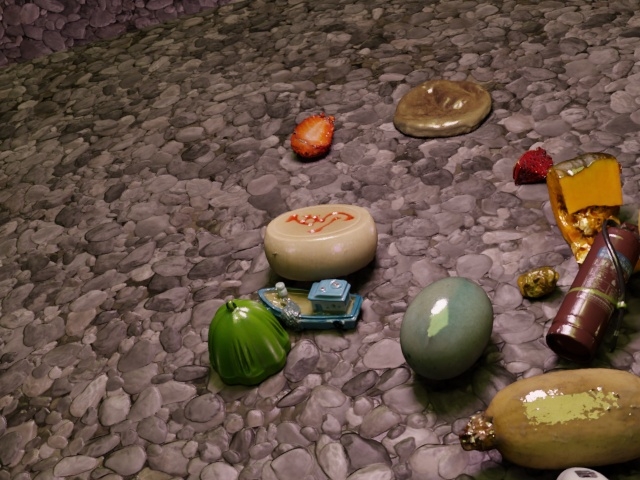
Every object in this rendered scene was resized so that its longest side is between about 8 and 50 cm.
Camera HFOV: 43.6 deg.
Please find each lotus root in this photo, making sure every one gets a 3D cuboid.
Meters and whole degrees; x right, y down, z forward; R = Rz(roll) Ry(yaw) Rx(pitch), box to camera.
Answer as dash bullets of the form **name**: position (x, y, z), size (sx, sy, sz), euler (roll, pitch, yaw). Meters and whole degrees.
- **lotus root**: position (-0.167, 0.187, 1.690), size (0.186, 0.186, 0.186), euler (-9, 39, 8)
- **lotus root**: position (0.405, 0.305, 1.362), size (0.342, 0.152, 0.169), euler (-7, 39, 6)

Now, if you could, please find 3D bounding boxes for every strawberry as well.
- **strawberry**: position (-0.014, -0.294, 2.306), size (0.121, 0.082, 0.188), euler (21, 39, 12)

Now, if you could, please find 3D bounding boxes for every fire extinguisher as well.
- **fire extinguisher**: position (0.567, 0.086, 1.581), size (0.341, 0.141, 0.105), euler (-54, 9, -25)

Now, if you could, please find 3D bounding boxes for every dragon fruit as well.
- **dragon fruit**: position (0.528, -0.188, 2.016), size (0.097, 0.063, 0.131), euler (24, 45, -3)

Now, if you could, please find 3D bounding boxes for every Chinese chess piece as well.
- **Chinese chess piece**: position (0.000, 0.000, 1.859), size (0.273, 0.102, 0.273), euler (-8, 21, 3)

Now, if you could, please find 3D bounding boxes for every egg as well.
- **egg**: position (0.248, 0.168, 1.568), size (0.169, 0.169, 0.236), euler (11, 48, 30)

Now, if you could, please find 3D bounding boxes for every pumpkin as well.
- **pumpkin**: position (0.589, -0.064, 1.719), size (0.139, 0.190, 0.281), euler (-12, 39, 3)

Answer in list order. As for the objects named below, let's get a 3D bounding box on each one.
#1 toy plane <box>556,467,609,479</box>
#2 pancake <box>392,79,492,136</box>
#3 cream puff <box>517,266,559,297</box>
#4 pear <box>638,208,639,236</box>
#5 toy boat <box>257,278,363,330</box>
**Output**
- **toy plane**: position (0.419, 0.460, 1.195), size (0.266, 0.123, 0.267), euler (5, 38, -4)
- **pancake**: position (0.347, -0.383, 2.304), size (0.294, 0.050, 0.295), euler (-10, 40, 9)
- **cream puff**: position (0.461, 0.090, 1.688), size (0.083, 0.083, 0.058), euler (-14, 82, -15)
- **pear**: position (0.759, -0.006, 1.475), size (0.348, 0.348, 0.348), euler (-9, 39, 8)
- **toy boat**: position (-0.030, 0.134, 1.765), size (0.237, 0.098, 0.109), euler (1, 38, 21)
